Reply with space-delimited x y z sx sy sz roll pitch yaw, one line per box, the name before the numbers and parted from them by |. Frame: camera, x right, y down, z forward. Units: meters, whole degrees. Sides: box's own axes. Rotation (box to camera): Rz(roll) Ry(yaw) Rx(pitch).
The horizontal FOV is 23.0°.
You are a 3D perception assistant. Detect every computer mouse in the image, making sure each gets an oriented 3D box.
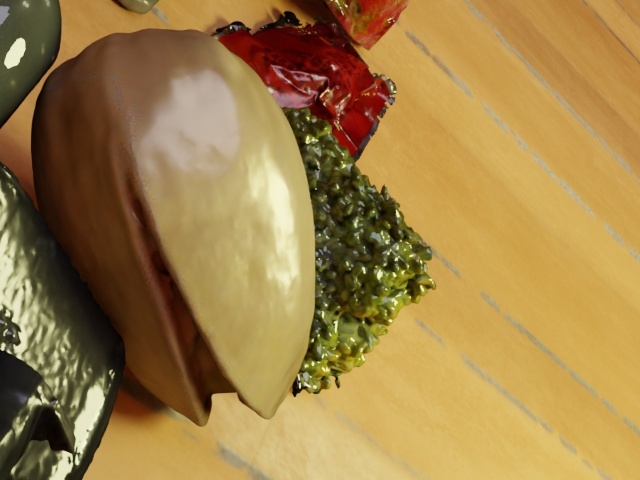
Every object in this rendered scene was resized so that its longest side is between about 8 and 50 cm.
computer mouse | -0.236 0.057 1.017 0.295 0.087 0.168 59 42 -42

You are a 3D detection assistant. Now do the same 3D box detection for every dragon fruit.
dragon fruit | 0.023 -0.333 1.706 0.262 0.134 0.211 53 16 -13

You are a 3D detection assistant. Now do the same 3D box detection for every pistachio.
pistachio | -0.099 -0.005 1.154 0.214 0.194 0.318 -81 155 -68

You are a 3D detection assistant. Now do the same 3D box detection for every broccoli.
broccoli | 0.005 -0.005 1.363 0.242 0.180 0.273 62 29 6

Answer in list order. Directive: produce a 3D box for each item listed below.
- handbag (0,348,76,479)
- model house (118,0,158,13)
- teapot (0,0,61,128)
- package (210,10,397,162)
handbag | -0.289 0.151 0.727 0.275 0.177 0.302 22 34 -1
model house | -0.124 -0.337 1.492 0.122 0.188 0.229 33 36 -64
teapot | -0.307 -0.162 1.054 0.251 0.183 0.183 39 33 -11
package | -0.013 -0.157 1.590 0.194 0.071 0.269 38 27 9
